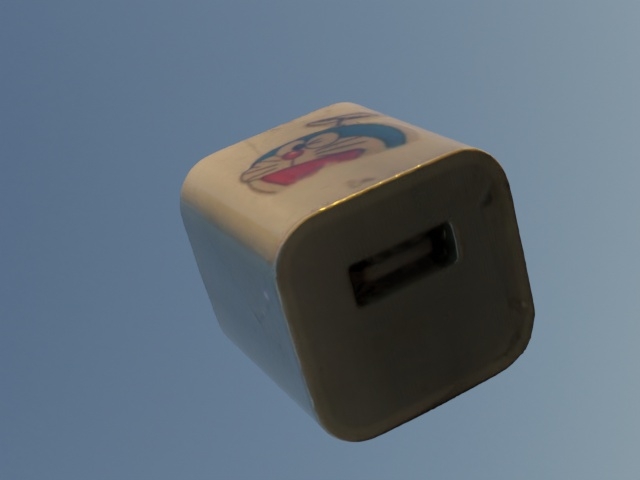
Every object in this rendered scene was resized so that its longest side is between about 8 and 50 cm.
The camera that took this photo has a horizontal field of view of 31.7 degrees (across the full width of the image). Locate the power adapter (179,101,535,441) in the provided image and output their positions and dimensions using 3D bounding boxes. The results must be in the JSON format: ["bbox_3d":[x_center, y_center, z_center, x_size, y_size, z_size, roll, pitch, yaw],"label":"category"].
[{"bbox_3d":[0.000,0.000,0.613,0.130,0.205,0.125,-25,-64,-19],"label":"power adapter"}]
